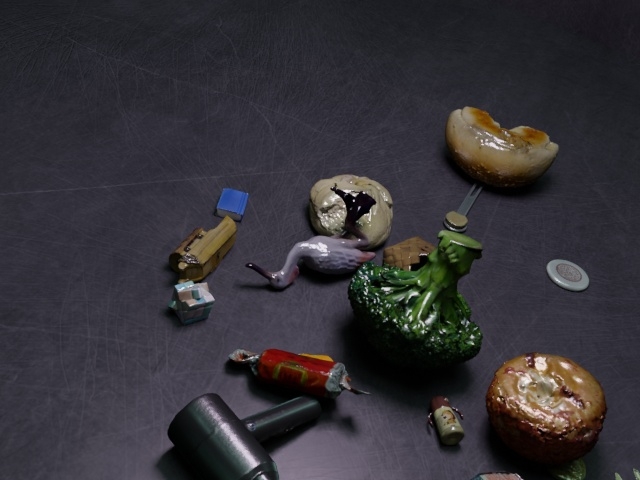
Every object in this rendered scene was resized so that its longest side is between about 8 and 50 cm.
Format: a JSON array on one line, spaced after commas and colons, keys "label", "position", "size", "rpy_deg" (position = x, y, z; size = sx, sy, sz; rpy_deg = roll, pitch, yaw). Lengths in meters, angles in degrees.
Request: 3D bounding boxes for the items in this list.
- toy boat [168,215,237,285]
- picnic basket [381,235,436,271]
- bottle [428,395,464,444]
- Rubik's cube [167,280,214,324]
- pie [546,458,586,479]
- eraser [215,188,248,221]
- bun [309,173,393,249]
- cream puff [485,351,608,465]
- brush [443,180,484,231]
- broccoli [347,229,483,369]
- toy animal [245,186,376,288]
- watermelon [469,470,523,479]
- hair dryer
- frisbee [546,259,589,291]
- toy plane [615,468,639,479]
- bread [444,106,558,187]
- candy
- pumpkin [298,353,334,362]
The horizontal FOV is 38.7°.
[{"label": "toy boat", "position": [-0.252, 0.015, 1.960], "size": [0.088, 0.068, 0.226], "rpy_deg": [19, 38, 13]}, {"label": "picnic basket", "position": [0.234, 0.074, 2.012], "size": [0.138, 0.128, 0.178], "rpy_deg": [-20, 34, -34]}, {"label": "bottle", "position": [0.238, 0.342, 1.754], "size": [0.063, 0.047, 0.101], "rpy_deg": [9, 36, -24]}, {"label": "Rubik's cube", "position": [-0.258, 0.116, 1.825], "size": [0.075, 0.084, 0.073], "rpy_deg": [-1, 43, -46]}, {"label": "pie", "position": [0.472, 0.432, 1.752], "size": [0.085, 0.017, 0.085], "rpy_deg": [8, 38, -6]}, {"label": "eraser", "position": [-0.206, -0.084, 2.129], "size": [0.063, 0.027, 0.084], "rpy_deg": [14, 38, -2]}, {"label": "bun", "position": [0.078, -0.082, 2.159], "size": [0.210, 0.116, 0.237], "rpy_deg": [8, 38, -10]}, {"label": "cream puff", "position": [0.433, 0.324, 1.751], "size": [0.240, 0.163, 0.240], "rpy_deg": [-6, 36, 5]}, {"label": "brush", "position": [0.381, -0.098, 2.361], "size": [0.062, 0.027, 0.266], "rpy_deg": [26, 39, 11]}, {"label": "broccoli", "position": [0.198, 0.113, 1.831], "size": [0.298, 0.297, 0.297], "rpy_deg": [22, 16, -7]}, {"label": "toy animal", "position": [0.001, 0.025, 2.005], "size": [0.324, 0.195, 0.090], "rpy_deg": [-41, 22, -17]}, {"label": "watermelon", "position": [0.349, 0.495, 1.541], "size": [0.319, 0.148, 0.226], "rpy_deg": [23, 31, 5]}, {"label": "hair dryer", "position": [-0.077, 0.359, 1.584], "size": [0.303, 0.116, 0.244], "rpy_deg": [-16, 51, -44]}, {"label": "frisbee", "position": [0.606, 0.084, 2.231], "size": [0.110, 0.014, 0.110], "rpy_deg": [10, 38, -8]}, {"label": "toy plane", "position": [0.601, 0.483, 1.719], "size": [0.111, 0.040, 0.102], "rpy_deg": [23, 57, 11]}, {"label": "bread", "position": [0.481, -0.226, 2.432], "size": [0.314, 0.171, 0.192], "rpy_deg": [16, 30, -5]}, {"label": "candy", "position": [-0.039, 0.250, 1.726], "size": [0.292, 0.059, 0.086], "rpy_deg": [12, 9, 11]}, {"label": "pumpkin", "position": [-0.014, 0.248, 1.791], "size": [0.083, 0.028, 0.050], "rpy_deg": [13, 39, 8]}]
